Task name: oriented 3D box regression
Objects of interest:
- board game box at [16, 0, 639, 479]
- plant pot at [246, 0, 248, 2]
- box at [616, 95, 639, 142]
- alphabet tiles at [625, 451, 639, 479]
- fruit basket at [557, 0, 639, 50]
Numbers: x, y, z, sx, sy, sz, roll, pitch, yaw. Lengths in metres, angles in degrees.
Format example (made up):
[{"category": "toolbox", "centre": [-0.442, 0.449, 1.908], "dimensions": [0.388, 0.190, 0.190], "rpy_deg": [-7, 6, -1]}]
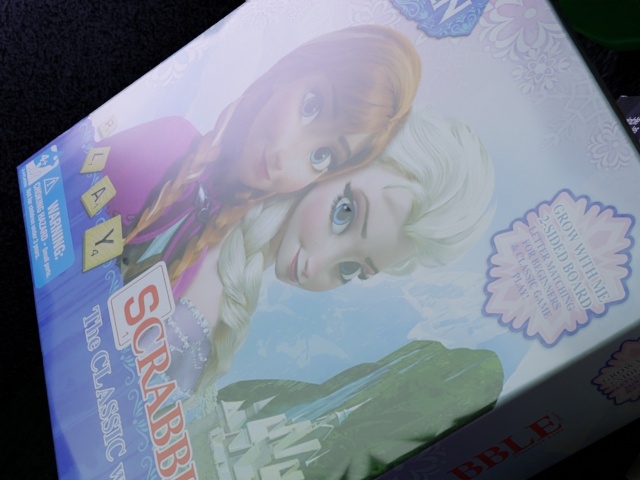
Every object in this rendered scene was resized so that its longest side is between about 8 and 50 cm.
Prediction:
[{"category": "board game box", "centre": [0.000, 0.000, 0.677], "dimensions": [0.318, 0.066, 0.319], "rpy_deg": [-33, 47, 15]}, {"category": "plant pot", "centre": [0.116, -0.292, 1.336], "dimensions": [0.293, 0.275, 0.275], "rpy_deg": [-21, 28, 36]}, {"category": "box", "centre": [0.158, -0.016, 0.792], "dimensions": [0.162, 0.029, 0.116], "rpy_deg": [-53, 12, -3]}, {"category": "alphabet tiles", "centre": [0.221, 0.022, 0.484], "dimensions": [0.198, 0.009, 0.237], "rpy_deg": [-53, 12, -11]}, {"category": "fruit basket", "centre": [0.252, -0.310, 0.850], "dimensions": [0.392, 0.282, 0.392], "rpy_deg": [-159, 90, -79]}]
